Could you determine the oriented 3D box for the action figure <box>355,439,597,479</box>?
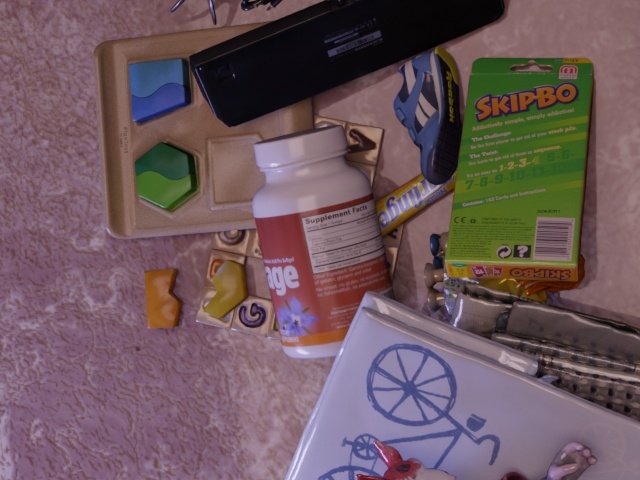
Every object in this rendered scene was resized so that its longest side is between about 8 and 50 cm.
[{"bbox_3d":[0.156,0.332,1.656,0.248,0.276,0.370,-38,94,-19],"label":"action figure"}]

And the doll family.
[{"bbox_3d":[0.193,0.089,1.735,0.163,0.118,0.263,-7,89,14],"label":"doll family"}]

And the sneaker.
[{"bbox_3d":[0.107,-0.122,1.787,0.059,0.053,0.144,-10,68,28],"label":"sneaker"}]

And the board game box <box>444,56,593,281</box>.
[{"bbox_3d":[0.197,-0.075,1.724,0.124,0.039,0.259,2,56,12],"label":"board game box"}]

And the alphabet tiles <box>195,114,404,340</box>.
[{"bbox_3d":[-0.013,-0.011,1.840,0.198,0.009,0.237,11,92,13],"label":"alphabet tiles"}]

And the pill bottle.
[{"bbox_3d":[0.000,0.000,1.755,0.121,0.121,0.216,-11,96,12],"label":"pill bottle"}]

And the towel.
[{"bbox_3d":[0.245,0.215,1.693,0.312,0.056,0.324,14,117,12],"label":"towel"}]

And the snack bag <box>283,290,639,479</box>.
[{"bbox_3d":[0.145,0.236,1.692,0.342,0.037,0.323,22,121,1],"label":"snack bag"}]

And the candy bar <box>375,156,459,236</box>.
[{"bbox_3d":[0.101,-0.049,1.804,0.161,0.018,0.040,-33,84,5],"label":"candy bar"}]

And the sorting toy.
[{"bbox_3d":[-0.118,-0.067,1.838,0.229,0.041,0.307,-5,88,12],"label":"sorting toy"}]

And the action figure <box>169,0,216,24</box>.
[{"bbox_3d":[-0.098,-0.363,1.801,0.164,0.141,0.275,14,90,1],"label":"action figure"}]

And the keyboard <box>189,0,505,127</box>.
[{"bbox_3d":[0.022,-0.224,1.726,0.317,0.201,0.033,-22,58,-1],"label":"keyboard"}]
